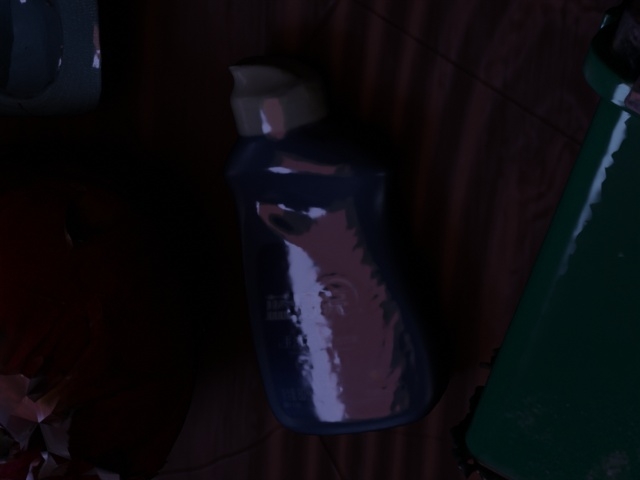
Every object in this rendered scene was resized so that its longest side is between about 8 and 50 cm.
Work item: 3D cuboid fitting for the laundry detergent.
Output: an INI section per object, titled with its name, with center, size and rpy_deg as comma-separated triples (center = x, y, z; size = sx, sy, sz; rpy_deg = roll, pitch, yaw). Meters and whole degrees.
[laundry detergent]
center = 0.000, 0.000, 1.438
size = 0.143, 0.094, 0.290
rpy_deg = -8, 107, 26

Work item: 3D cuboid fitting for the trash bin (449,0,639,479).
[trash bin]
center = 0.255, 0.017, 1.254
size = 0.259, 0.295, 0.381
rpy_deg = 27, 122, 9

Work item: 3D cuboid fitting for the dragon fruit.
[dragon fruit]
center = -0.235, 0.073, 1.425
size = 0.295, 0.302, 0.296
rpy_deg = 2, 121, 3

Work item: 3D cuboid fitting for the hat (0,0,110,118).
[hat]
center = -0.214, -0.160, 1.471
size = 0.191, 0.078, 0.138
rpy_deg = 12, 106, 36
